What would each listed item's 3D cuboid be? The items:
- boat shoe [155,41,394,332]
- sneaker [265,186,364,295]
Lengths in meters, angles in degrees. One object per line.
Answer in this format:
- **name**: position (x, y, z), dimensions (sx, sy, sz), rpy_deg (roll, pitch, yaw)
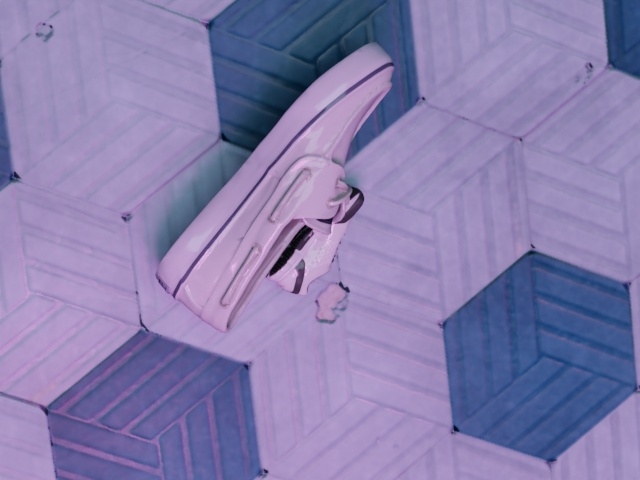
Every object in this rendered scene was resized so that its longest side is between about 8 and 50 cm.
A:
- **boat shoe**: position (-0.019, -0.040, 1.359), dimensions (0.088, 0.096, 0.267), rpy_deg (42, 89, 9)
- **sneaker**: position (0.000, 0.000, 1.415), dimensions (0.109, 0.040, 0.044), rpy_deg (-47, 119, 1)
